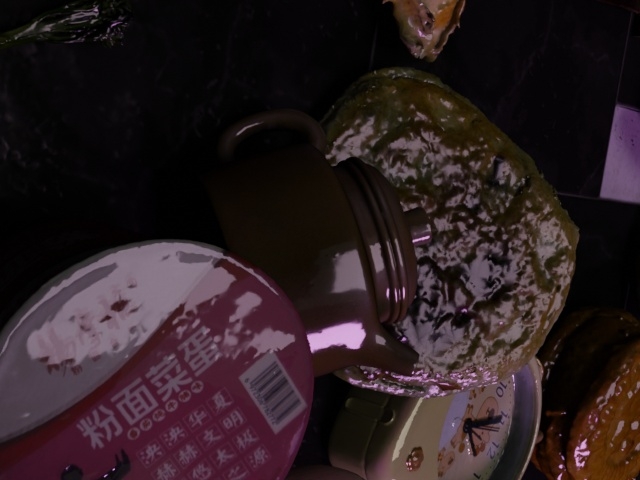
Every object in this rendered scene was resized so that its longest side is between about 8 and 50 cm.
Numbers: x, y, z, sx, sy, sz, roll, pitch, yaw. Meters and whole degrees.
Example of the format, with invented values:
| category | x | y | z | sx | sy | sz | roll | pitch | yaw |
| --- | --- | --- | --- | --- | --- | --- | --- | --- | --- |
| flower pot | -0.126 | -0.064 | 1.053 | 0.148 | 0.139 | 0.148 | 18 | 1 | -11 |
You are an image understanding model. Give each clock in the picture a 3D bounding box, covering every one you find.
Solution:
| category | x | y | z | sx | sy | sz | roll | pitch | yaw |
| --- | --- | --- | --- | --- | --- | --- | --- | --- | --- |
| clock | 0.149 | 0.200 | 1.235 | 0.308 | 0.096 | 0.235 | 46 | 65 | -43 |

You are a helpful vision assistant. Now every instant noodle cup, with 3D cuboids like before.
| category | x | y | z | sx | sy | sz | roll | pitch | yaw |
| --- | --- | --- | --- | --- | --- | --- | --- | --- | --- |
| instant noodle cup | -0.148 | 0.092 | 0.789 | 0.235 | 0.178 | 0.234 | -10 | 109 | -29 |

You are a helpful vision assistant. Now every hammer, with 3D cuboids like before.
| category | x | y | z | sx | sy | sz | roll | pitch | yaw |
| --- | --- | --- | --- | --- | --- | --- | --- | --- | --- |
| hammer | 0.361 | -0.290 | 1.399 | 0.178 | 0.021 | 0.065 | 3 | 99 | -47 |

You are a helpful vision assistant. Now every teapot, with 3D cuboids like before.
| category | x | y | z | sx | sy | sz | roll | pitch | yaw |
| --- | --- | --- | --- | --- | --- | --- | --- | --- | --- |
| teapot | 0.000 | 0.000 | 0.927 | 0.175 | 0.267 | 0.185 | -15 | 153 | -13 |

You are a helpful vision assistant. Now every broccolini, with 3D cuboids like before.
| category | x | y | z | sx | sy | sz | roll | pitch | yaw |
| --- | --- | --- | --- | --- | --- | --- | --- | --- | --- |
| broccolini | -0.224 | -0.141 | 0.792 | 0.218 | 0.044 | 0.042 | -21 | 130 | -37 |

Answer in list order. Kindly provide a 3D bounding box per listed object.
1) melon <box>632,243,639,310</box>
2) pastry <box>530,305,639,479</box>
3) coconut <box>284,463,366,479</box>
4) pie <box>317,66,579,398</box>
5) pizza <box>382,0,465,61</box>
| category | x | y | z | sx | sy | sz | roll | pitch | yaw |
| --- | --- | --- | --- | --- | --- | --- | --- | --- | --- |
| melon | 0.482 | 0.057 | 1.550 | 0.114 | 0.114 | 0.167 | -30 | 118 | -40 |
| pastry | 0.348 | 0.203 | 1.445 | 0.240 | 0.132 | 0.235 | -35 | 133 | -29 |
| coconut | -0.029 | 0.309 | 0.980 | 0.230 | 0.227 | 0.227 | -4 | 103 | -47 |
| pie | 0.098 | 0.002 | 1.078 | 0.323 | 0.070 | 0.323 | 2 | 85 | -23 |
| pizza | 0.078 | -0.306 | 1.052 | 0.280 | 0.075 | 0.287 | -16 | 113 | -40 |
